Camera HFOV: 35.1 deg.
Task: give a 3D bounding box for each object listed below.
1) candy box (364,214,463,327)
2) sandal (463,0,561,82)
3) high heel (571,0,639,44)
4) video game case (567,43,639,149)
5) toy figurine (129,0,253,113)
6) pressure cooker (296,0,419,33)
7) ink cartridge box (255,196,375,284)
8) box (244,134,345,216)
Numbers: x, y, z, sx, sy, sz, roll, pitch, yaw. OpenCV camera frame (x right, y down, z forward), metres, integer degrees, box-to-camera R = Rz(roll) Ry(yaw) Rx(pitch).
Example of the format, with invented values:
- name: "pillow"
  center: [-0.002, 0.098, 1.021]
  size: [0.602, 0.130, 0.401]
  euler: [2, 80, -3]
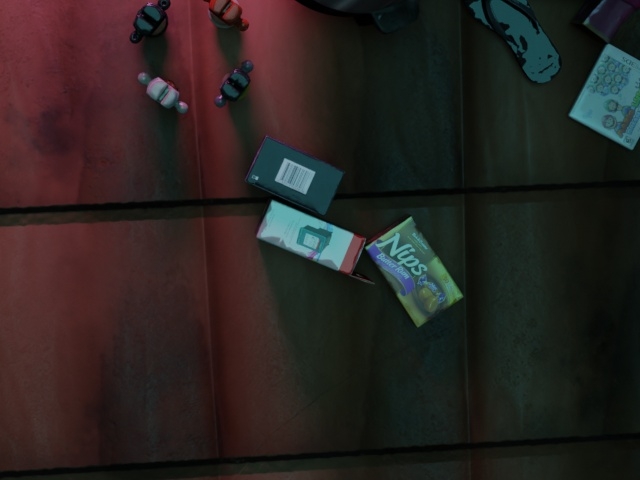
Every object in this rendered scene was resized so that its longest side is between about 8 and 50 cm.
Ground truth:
- name: "candy box"
  center: [0.174, 0.057, 1.915]
  size: [0.109, 0.053, 0.186]
  euler: [-33, 97, -1]
- name: "sandal"
  center: [0.362, -0.406, 1.881]
  size: [0.097, 0.054, 0.254]
  euler: [-42, 96, 10]
- name: "high heel"
  center: [0.442, -0.532, 1.839]
  size: [0.377, 0.127, 0.181]
  euler: [32, 97, -24]
- name: "video game case"
  center: [0.570, -0.274, 1.932]
  size: [0.143, 0.019, 0.157]
  euler: [27, 93, -6]
- name: "toy figurine"
  center: [-0.228, -0.337, 1.814]
  size: [0.213, 0.148, 0.209]
  euler: [-11, 101, -5]
- name: "pressure cooker"
  center: [0.078, -0.567, 1.682]
  size: [0.376, 0.420, 0.369]
  euler: [18, 79, -21]
- name: "ink cartridge box"
  center: [0.000, 0.000, 1.857]
  size: [0.231, 0.134, 0.078]
  euler: [22, 92, -6]
- name: "box"
  center: [-0.049, -0.119, 1.831]
  size: [0.156, 0.158, 0.093]
  euler: [24, 93, -6]
